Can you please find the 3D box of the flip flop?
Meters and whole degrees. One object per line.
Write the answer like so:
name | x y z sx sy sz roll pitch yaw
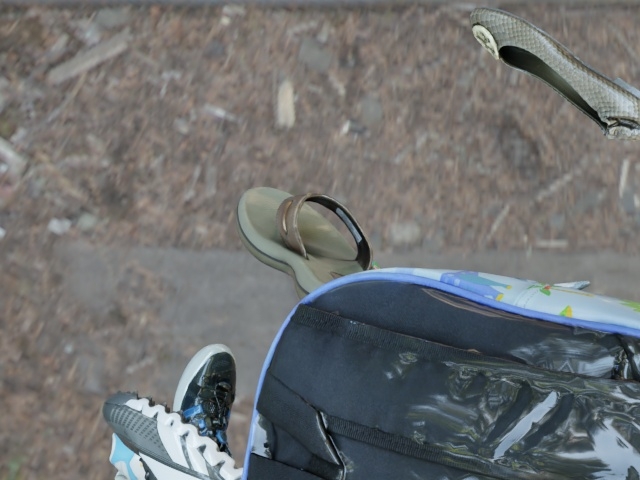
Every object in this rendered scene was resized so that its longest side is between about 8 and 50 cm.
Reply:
flip flop | 0.000 0.000 1.582 0.112 0.277 0.080 6 109 -22

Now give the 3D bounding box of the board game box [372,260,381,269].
board game box | 0.075 0.137 1.787 0.039 0.211 0.160 -31 107 25

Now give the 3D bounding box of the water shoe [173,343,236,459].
water shoe | -0.118 0.214 1.743 0.080 0.073 0.203 17 91 43

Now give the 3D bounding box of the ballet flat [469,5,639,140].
ballet flat | 0.257 -0.179 1.783 0.250 0.084 0.058 35 86 22

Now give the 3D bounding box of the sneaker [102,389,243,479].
sneaker | -0.115 0.222 1.424 0.234 0.106 0.078 33 163 18

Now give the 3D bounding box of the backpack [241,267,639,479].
backpack | 0.045 0.059 0.369 0.114 0.084 0.105 17 97 23

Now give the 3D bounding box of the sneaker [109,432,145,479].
sneaker | -0.196 0.272 1.973 0.092 0.087 0.228 6 157 5
